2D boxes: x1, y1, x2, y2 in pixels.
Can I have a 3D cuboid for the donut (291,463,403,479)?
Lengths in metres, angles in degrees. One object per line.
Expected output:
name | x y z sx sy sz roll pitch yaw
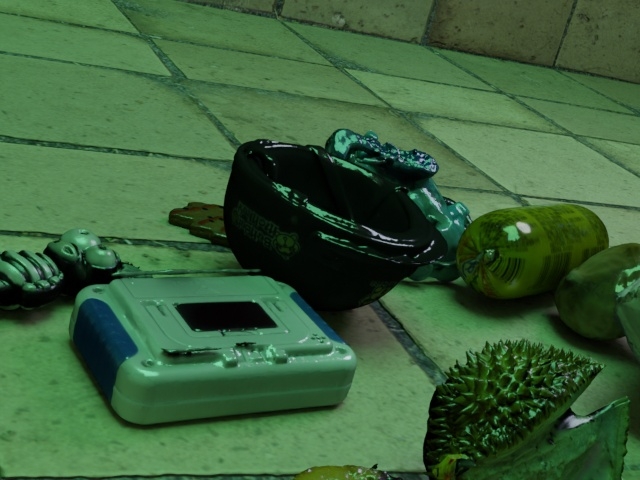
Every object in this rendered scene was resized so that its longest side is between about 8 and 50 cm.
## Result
donut | 0.031 0.233 0.781 0.140 0.059 0.140 14 22 -6

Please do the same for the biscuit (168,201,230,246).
biscuit | -0.132 -0.022 1.359 0.119 0.019 0.130 -7 31 -45

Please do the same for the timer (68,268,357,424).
timer | -0.103 0.096 1.006 0.253 0.078 0.178 0 26 -35

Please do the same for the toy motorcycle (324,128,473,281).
toy motorcycle | 0.102 -0.046 1.410 0.260 0.154 0.206 34 33 -10

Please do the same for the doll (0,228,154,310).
doll | -0.277 0.032 1.062 0.091 0.067 0.219 28 23 35

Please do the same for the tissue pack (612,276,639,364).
tissue pack | 0.486 0.110 1.190 0.344 0.125 0.242 -21 77 -56

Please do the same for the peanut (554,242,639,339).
peanut | 0.386 0.068 1.337 0.159 0.109 0.140 -23 20 -1

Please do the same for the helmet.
helmet | 0.000 0.000 1.204 0.279 0.160 0.230 40 26 28

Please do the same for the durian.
durian | 0.147 0.178 0.868 0.138 0.193 0.237 4 -4 44

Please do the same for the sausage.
sausage | 0.300 0.012 1.416 0.123 0.123 0.347 30 21 33
